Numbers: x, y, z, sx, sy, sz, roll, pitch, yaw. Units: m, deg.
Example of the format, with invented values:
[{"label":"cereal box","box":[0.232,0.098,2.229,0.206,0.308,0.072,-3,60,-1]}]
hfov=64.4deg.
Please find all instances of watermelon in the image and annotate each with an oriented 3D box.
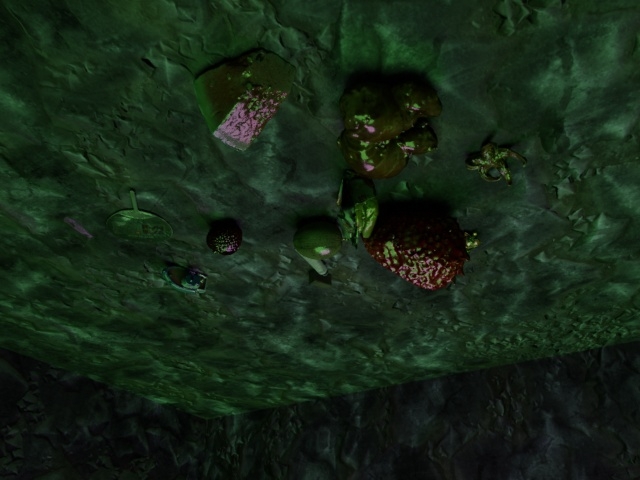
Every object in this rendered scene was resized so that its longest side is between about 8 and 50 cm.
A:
[{"label":"watermelon","box":[-0.181,-0.368,1.282,0.256,0.140,0.193,-29,146,23]}]

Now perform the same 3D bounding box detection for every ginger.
[{"label":"ginger","box":[0.183,-0.294,1.371,0.274,0.152,0.357,-20,147,-8]}]

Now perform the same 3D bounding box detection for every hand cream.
[{"label":"hand cream","box":[-0.025,0.078,2.003,0.067,0.042,0.194,-10,141,26]}]

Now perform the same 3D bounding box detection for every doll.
[{"label":"doll","box":[0.552,0.009,1.918,0.078,0.076,0.113,31,109,2]}]

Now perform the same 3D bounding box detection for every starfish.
[{"label":"starfish","box":[0.537,-0.231,1.532,0.190,0.074,0.146,24,140,-33]}]

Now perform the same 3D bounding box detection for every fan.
[{"label":"fan","box":[-0.615,-0.064,1.786,0.223,0.012,0.294,23,140,-32]}]

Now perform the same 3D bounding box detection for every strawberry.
[{"label":"strawberry","box":[0.316,0.021,1.706,0.343,0.292,0.292,9,145,-24]}]

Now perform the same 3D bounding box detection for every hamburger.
[{"label":"hamburger","box":[0.117,-0.081,1.605,0.125,0.235,0.214,-11,142,-4]}]

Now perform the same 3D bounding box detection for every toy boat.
[{"label":"toy boat","box":[-0.533,0.151,2.035,0.215,0.088,0.102,25,148,-36]}]

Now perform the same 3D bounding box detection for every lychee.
[{"label":"lychee","box":[-0.335,-0.006,1.795,0.129,0.123,0.123,-39,145,-10]}]

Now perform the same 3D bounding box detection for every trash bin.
[{"label":"trash bin","box":[-0.001,0.161,2.103,0.092,0.061,0.043,22,139,-34]}]

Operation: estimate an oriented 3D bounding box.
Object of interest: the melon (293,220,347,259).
[{"label":"melon","box":[0.000,0.000,1.795,0.192,0.139,0.139,-3,146,7]}]
